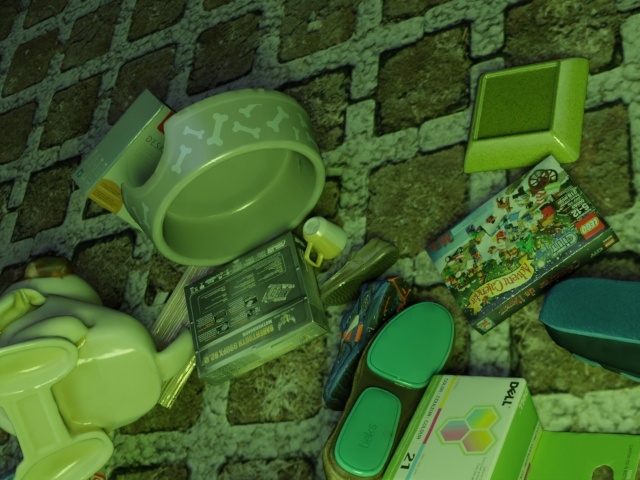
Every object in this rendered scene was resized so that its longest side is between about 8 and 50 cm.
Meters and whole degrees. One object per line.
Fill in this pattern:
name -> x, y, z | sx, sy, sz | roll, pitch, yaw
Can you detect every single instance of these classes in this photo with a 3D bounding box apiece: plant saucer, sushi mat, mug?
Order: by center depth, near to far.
plant saucer -> 0.312, -0.205, 1.299 | 0.188, 0.045, 0.188 | -3, 63, 35
mug -> 0.003, -0.003, 1.396 | 0.062, 0.064, 0.078 | -22, 53, 24
sushi mat -> -0.236, 0.136, 1.523 | 0.151, 0.019, 0.317 | 24, 80, 43

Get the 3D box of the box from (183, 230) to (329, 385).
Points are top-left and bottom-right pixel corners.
box -> -0.112, 0.114, 1.404 | 0.231, 0.056, 0.183 | -28, 55, 17

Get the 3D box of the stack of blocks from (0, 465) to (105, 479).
stack of blocks -> -0.515, 0.500, 1.467 | 0.297, 0.087, 0.171 | -30, 50, 19

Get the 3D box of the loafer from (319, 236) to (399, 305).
loafer -> 0.058, 0.049, 1.334 | 0.148, 0.056, 0.050 | -35, 47, 2

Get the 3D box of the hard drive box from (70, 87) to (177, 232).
hard drive box -> -0.346, -0.155, 1.665 | 0.232, 0.181, 0.089 | -49, 47, 3

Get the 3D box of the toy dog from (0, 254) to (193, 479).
toy dog -> -0.457, 0.175, 1.459 | 0.395, 0.285, 0.408 | -31, 31, -17

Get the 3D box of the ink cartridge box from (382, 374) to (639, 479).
ink cartridge box -> 0.233, 0.261, 1.000 | 0.255, 0.097, 0.189 | -4, 33, 35

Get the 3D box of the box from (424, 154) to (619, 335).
box -> 0.282, 0.005, 1.197 | 0.233, 0.044, 0.159 | -38, 48, 13

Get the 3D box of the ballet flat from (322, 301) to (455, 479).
ballet flat -> 0.090, 0.225, 1.139 | 0.116, 0.124, 0.342 | 23, 43, 9

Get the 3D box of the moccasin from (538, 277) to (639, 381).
moccasin -> 0.432, 0.117, 0.979 | 0.342, 0.117, 0.138 | 17, 63, 46

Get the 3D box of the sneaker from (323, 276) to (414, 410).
sneaker -> 0.064, 0.155, 1.260 | 0.087, 0.083, 0.221 | 7, 63, 53

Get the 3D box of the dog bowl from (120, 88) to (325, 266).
dog bowl -> -0.147, -0.088, 1.383 | 0.348, 0.349, 0.102 | -37, 60, 13
